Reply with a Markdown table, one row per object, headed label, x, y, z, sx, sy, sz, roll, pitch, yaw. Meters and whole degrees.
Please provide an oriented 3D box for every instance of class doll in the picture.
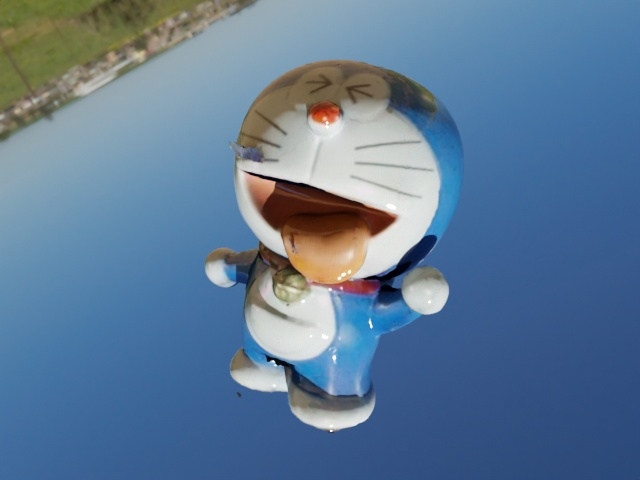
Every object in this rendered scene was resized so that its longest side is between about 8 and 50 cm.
| label | x | y | z | sx | sy | sz | roll | pitch | yaw |
| --- | --- | --- | --- | --- | --- | --- | --- | --- | --- |
| doll | 0.000 | 0.000 | 0.626 | 0.215 | 0.257 | 0.161 | 17 | -167 | 30 |
